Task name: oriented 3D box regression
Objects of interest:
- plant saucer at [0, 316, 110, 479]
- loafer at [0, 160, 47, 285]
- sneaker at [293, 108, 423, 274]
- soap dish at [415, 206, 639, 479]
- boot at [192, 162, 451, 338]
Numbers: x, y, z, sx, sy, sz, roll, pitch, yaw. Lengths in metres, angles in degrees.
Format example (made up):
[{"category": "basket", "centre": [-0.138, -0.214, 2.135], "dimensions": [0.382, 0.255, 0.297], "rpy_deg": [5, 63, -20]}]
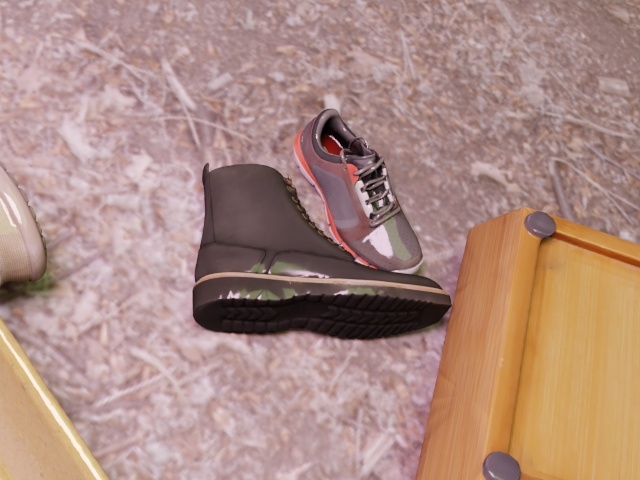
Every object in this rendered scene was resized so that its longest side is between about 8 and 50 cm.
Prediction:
[{"category": "plant saucer", "centre": [-0.316, 0.151, 0.563], "dimensions": [0.333, 0.081, 0.333], "rpy_deg": [-33, 78, -19]}, {"category": "loafer", "centre": [-0.302, -0.046, 0.689], "dimensions": [0.268, 0.102, 0.092], "rpy_deg": [36, 59, 13]}, {"category": "sneaker", "centre": [0.033, -0.040, 0.818], "dimensions": [0.061, 0.065, 0.158], "rpy_deg": [-30, 76, -30]}, {"category": "soap dish", "centre": [0.202, 0.121, 0.736], "dimensions": [0.229, 0.118, 0.291], "rpy_deg": [19, 52, -2]}, {"category": "boot", "centre": [0.000, 0.000, 0.783], "dimensions": [0.198, 0.077, 0.137], "rpy_deg": [6, 57, -16]}]
